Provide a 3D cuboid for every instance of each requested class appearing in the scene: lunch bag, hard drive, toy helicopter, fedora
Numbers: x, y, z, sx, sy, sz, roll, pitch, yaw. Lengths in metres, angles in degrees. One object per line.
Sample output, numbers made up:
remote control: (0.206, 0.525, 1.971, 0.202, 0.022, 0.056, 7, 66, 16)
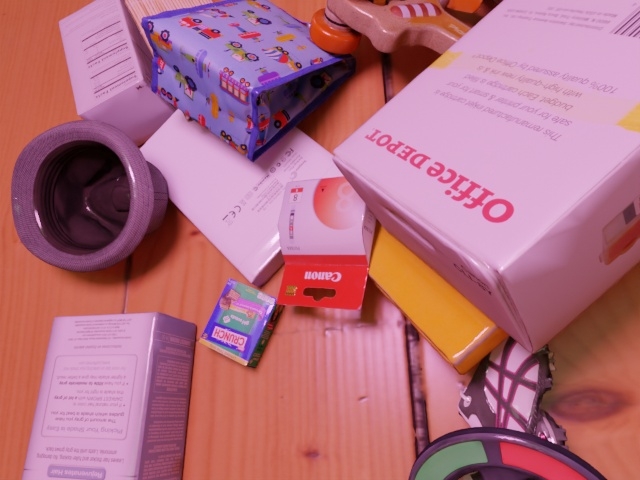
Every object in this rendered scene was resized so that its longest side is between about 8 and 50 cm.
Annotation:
lunch bag: (-0.092, -0.300, 0.790, 0.221, 0.138, 0.293, 36, 56, 14)
hard drive: (-0.140, -0.120, 0.830, 0.233, 0.047, 0.353, -47, 65, -2)
toy helicopter: (0.173, -0.335, 0.751, 0.355, 0.140, 0.235, 38, 55, 12)
fedora: (-0.368, -0.072, 0.826, 0.276, 0.124, 0.243, -7, 89, 21)

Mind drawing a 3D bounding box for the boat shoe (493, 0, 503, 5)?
boat shoe: (0.269, -0.438, 0.739, 0.089, 0.104, 0.285, -23, 55, 4)

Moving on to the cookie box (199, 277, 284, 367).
cookie box: (-0.118, 0.124, 0.739, 0.092, 0.040, 0.107, 20, 79, 22)

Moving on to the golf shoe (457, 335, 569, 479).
golf shoe: (0.218, 0.167, 0.581, 0.120, 0.105, 0.272, -7, 69, 21)

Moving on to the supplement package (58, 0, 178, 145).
supplement package: (-0.378, -0.319, 0.926, 0.134, 0.139, 0.244, -26, 65, 6)

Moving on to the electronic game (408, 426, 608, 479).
electronic game: (0.202, 0.297, 0.512, 0.229, 0.048, 0.229, 10, 112, 26)

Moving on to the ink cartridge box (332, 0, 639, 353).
ink cartridge box: (0.245, -0.119, 0.518, 0.385, 0.160, 0.279, -41, 40, -2)

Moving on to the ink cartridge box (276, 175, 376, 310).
ink cartridge box: (0.000, 0.000, 0.672, 0.145, 0.045, 0.179, -1, 67, 35)

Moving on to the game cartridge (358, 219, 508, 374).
game cartridge: (0.207, -0.032, 0.631, 0.324, 0.052, 0.285, -40, 42, -1)

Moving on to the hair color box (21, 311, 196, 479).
hair color box: (-0.303, 0.299, 0.698, 0.185, 0.113, 0.374, -5, 69, 17)

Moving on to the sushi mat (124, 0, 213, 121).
sushi mat: (-0.223, -0.346, 0.869, 0.151, 0.019, 0.316, -24, 68, -18)
